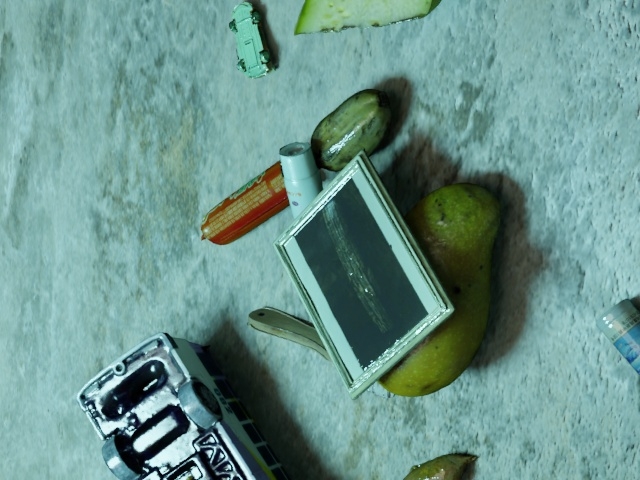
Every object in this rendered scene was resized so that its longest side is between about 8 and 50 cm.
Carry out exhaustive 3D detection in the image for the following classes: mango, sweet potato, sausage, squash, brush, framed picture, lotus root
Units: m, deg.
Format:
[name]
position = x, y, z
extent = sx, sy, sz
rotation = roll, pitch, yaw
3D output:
[mango]
position = 0.158, 0.072, 1.720
extent = 0.176, 0.175, 0.330
rotation = 6, 107, -3
[sweet potato]
position = 0.154, 0.394, 1.866
extent = 0.226, 0.068, 0.068
rotation = -39, 77, 38
[sausage]
position = -0.116, -0.055, 1.948
extent = 0.264, 0.083, 0.083
rotation = -32, 82, 39
[squash]
position = 0.077, -0.407, 1.662
extent = 0.236, 0.204, 0.155
rotation = 3, 127, 37
[brush]
position = 0.011, 0.185, 1.925
extent = 0.327, 0.070, 0.065
rotation = 19, 123, 34
[framed picture]
position = 0.051, 0.048, 1.706
extent = 0.231, 0.018, 0.293
rotation = -46, 58, 30
[lotus root]
position = 0.048, -0.163, 1.791
extent = 0.179, 0.080, 0.089
rotation = -38, 65, 37

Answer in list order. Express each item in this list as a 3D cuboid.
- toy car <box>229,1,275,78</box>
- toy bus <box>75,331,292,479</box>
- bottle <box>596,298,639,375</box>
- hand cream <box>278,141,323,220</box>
[toy car]
position = -0.112, -0.323, 1.902
extent = 0.059, 0.035, 0.122
rotation = -16, 83, 39
[toy bus]
position = -0.199, 0.385, 2.014
extent = 0.209, 0.249, 0.440
rotation = -37, 78, 8
[bottle]
position = 0.461, 0.177, 1.578
extent = 0.217, 0.060, 0.060
rotation = 52, 126, 14
[hand cream]
position = 0.000, 0.000, 1.856
extent = 0.085, 0.058, 0.331
rotation = 5, 126, 32
